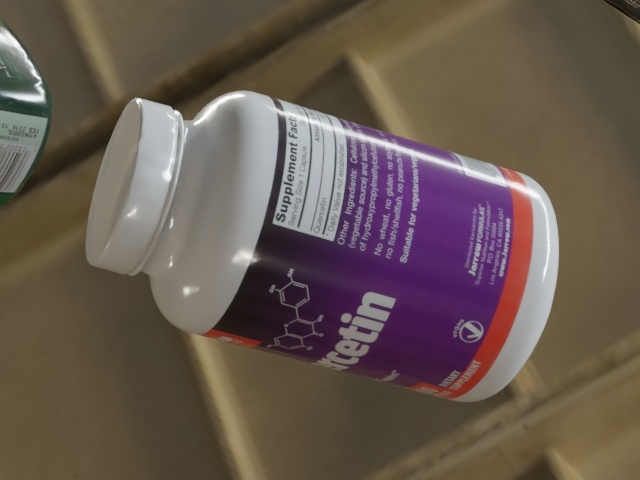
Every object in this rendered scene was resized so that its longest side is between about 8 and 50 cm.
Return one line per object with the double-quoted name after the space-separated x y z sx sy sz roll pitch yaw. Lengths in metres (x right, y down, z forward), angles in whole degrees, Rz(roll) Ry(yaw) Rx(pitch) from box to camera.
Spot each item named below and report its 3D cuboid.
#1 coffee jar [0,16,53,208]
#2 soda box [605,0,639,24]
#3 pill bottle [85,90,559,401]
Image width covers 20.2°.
-0.206 -0.063 0.726 0.096 0.184 0.079 51 -62 32 "coffee jar"
0.136 -0.118 0.701 0.053 0.169 0.060 -59 -175 -9 "soda box"
0.000 0.000 1.318 0.181 0.323 0.181 -165 -90 -73 "pill bottle"
